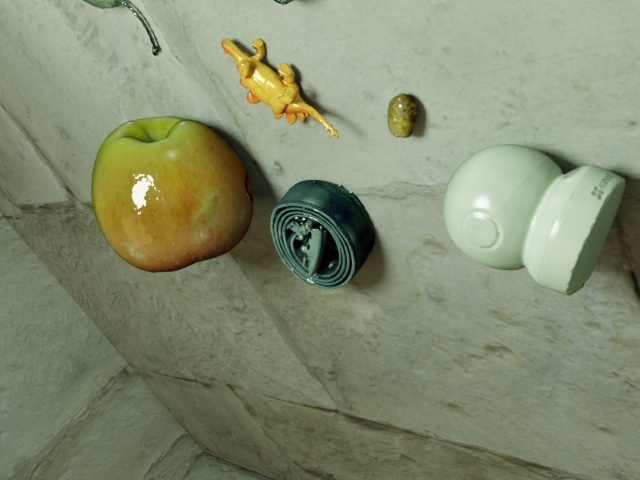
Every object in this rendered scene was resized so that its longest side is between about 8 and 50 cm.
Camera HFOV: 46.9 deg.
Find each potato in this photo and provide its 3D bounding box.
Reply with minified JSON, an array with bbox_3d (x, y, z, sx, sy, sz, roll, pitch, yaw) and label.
[{"bbox_3d":[0.133,-0.202,1.200,0.051,0.040,0.083,37,148,25],"label":"potato"}]

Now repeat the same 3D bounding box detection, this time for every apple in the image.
[{"bbox_3d":[-0.311,-0.109,1.550,0.339,0.339,0.304,4,114,45],"label":"apple"}]

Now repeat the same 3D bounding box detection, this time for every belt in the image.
[{"bbox_3d":[0.000,0.000,1.525,0.207,0.116,0.267,21,141,22],"label":"belt"}]

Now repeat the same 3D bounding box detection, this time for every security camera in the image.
[{"bbox_3d":[0.296,-0.046,1.078,0.236,0.194,0.194,25,145,25],"label":"security camera"}]

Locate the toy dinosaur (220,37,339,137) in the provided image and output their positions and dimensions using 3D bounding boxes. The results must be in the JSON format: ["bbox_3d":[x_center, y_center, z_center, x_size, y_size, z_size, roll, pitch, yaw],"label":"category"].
[{"bbox_3d":[-0.075,-0.263,1.329,0.288,0.070,0.117,41,160,8],"label":"toy dinosaur"}]

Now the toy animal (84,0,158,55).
[{"bbox_3d":[-0.410,-0.469,1.450,0.253,0.070,0.079,37,-174,-16],"label":"toy animal"}]

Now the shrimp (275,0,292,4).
[{"bbox_3d":[-0.022,-0.394,1.103,0.082,0.076,0.174,27,154,-22],"label":"shrimp"}]
